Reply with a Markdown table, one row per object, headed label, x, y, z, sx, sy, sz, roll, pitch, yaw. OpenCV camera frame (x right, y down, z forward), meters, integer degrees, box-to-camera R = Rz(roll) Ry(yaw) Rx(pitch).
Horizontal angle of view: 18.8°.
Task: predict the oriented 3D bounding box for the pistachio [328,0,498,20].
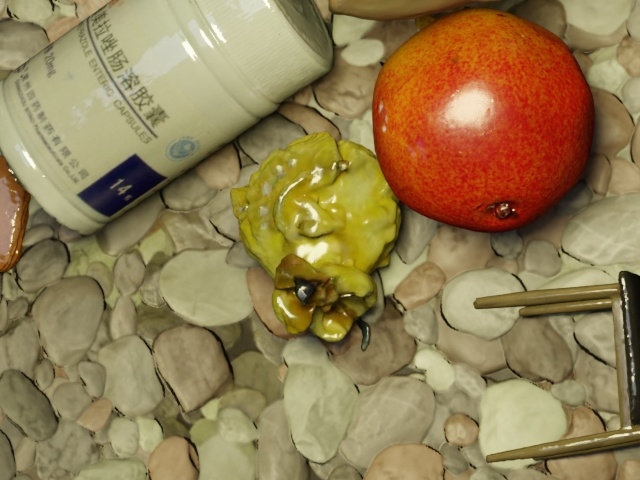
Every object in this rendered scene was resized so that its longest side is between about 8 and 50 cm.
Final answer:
| label | x | y | z | sx | sy | sz | roll | pitch | yaw |
| --- | --- | --- | --- | --- | --- | --- | --- | --- | --- |
| pistachio | 0.125 | -0.353 | 1.797 | 0.281 | 0.445 | 0.365 | 45 | 105 | 1 |

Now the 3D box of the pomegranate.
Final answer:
| label | x | y | z | sx | sy | sz | roll | pitch | yaw |
| --- | --- | --- | --- | --- | --- | --- | --- | --- | --- |
| pomegranate | 0.152 | -0.130 | 1.883 | 0.221 | 0.221 | 0.257 | -33 | 49 | 12 |

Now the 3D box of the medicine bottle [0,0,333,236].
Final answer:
| label | x | y | z | sx | sy | sz | roll | pitch | yaw |
| --- | --- | --- | --- | --- | --- | --- | --- | --- | --- |
| medicine bottle | -0.162 | -0.169 | 1.999 | 0.332 | 0.190 | 0.190 | -34 | 75 | 12 |

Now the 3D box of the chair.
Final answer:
| label | x | y | z | sx | sy | sz | roll | pitch | yaw |
| --- | --- | --- | --- | --- | --- | --- | --- | --- | --- |
| chair | 0.302 | 0.117 | 1.820 | 0.272 | 0.188 | 0.166 | -6 | 83 | 21 |

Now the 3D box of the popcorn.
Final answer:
| label | x | y | z | sx | sy | sz | roll | pitch | yaw |
| --- | --- | --- | --- | --- | --- | --- | --- | --- | --- |
| popcorn | 0.009 | -0.005 | 1.954 | 0.168 | 0.173 | 0.195 | -21 | 67 | -7 |

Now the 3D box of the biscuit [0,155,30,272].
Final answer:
| label | x | y | z | sx | sy | sz | roll | pitch | yaw |
| --- | --- | --- | --- | --- | --- | --- | --- | --- | --- |
| biscuit | -0.408 | -0.065 | 2.150 | 0.192 | 0.036 | 0.186 | 12 | 86 | 18 |
